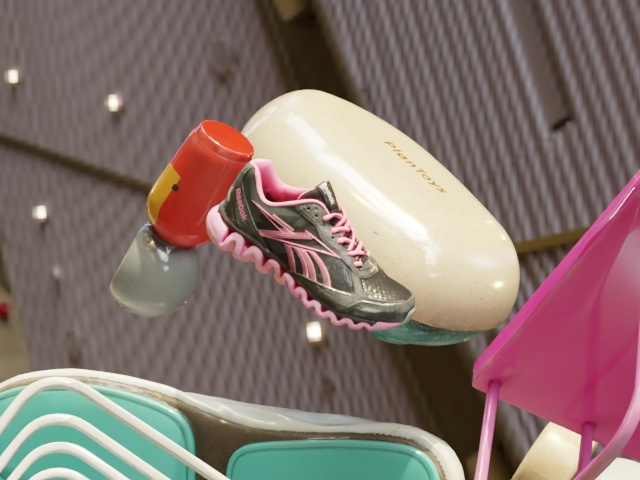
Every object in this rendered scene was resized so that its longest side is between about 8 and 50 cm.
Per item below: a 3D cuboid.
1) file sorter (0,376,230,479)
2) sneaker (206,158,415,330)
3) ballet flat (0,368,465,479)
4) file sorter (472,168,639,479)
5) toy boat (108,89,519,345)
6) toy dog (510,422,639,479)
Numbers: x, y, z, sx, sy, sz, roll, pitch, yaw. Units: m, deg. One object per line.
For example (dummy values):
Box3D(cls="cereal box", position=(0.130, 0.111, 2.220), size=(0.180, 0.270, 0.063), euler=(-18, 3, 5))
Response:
Box3D(cls="file sorter", position=(-0.155, 0.235, 1.005), size=(0.192, 0.173, 0.278), euler=(33, -26, 5))
Box3D(cls="sneaker", position=(0.000, 0.000, 0.794), size=(0.119, 0.047, 0.057), euler=(31, -66, 9))
Box3D(cls="ballet flat", position=(-0.078, 0.181, 1.257), size=(0.400, 0.139, 0.139), euler=(5, -78, 14))
Box3D(cls="file sorter", position=(0.249, 0.138, 0.871), size=(0.202, 0.290, 0.182), euler=(-56, -167, 44))
Box3D(cls="toy boat", position=(-0.015, -0.009, 1.173), size=(0.267, 0.318, 0.148), euler=(47, -62, 33))
Box3D(cls="toy dog", position=(0.174, 0.281, 1.171), size=(0.333, 0.161, 0.220), euler=(-41, -106, 15))
